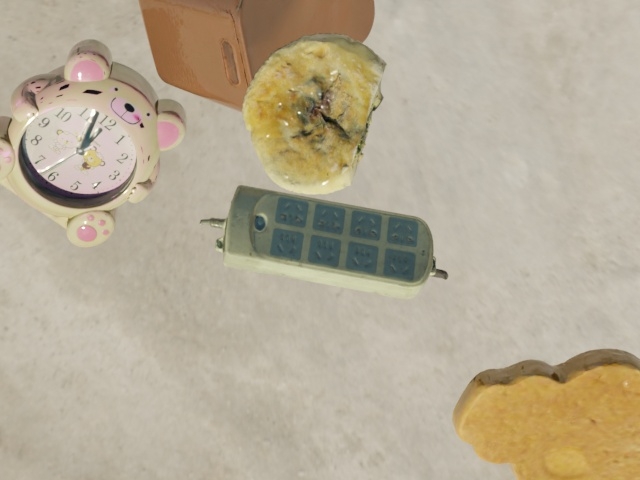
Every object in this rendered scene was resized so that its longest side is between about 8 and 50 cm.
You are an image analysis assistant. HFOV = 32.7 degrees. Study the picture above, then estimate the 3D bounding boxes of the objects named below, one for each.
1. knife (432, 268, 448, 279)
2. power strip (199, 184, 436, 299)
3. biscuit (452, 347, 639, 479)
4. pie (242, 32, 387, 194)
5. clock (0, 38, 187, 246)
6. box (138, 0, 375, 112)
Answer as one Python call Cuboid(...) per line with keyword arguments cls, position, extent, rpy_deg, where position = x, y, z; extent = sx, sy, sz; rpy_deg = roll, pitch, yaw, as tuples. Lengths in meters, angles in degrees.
Cuboid(cls="knife", position=(0.129, 0.041, 1.538), extent=(0.023, 0.170, 0.010), rpy_deg=(46, 72, -25))
Cuboid(cls="power strip", position=(0.000, 0.000, 1.015), extent=(0.226, 0.029, 0.080), rpy_deg=(10, 62, -5))
Cuboid(cls="biscuit", position=(0.216, 0.145, 0.843), extent=(0.236, 0.040, 0.144), rpy_deg=(14, 116, -13))
Cuboid(cls="pie", position=(-0.014, -0.172, 1.457), extent=(0.185, 0.052, 0.218), rpy_deg=(17, 98, 17))
Cuboid(cls="clock", position=(-0.401, -0.165, 1.844), extent=(0.284, 0.114, 0.309), rpy_deg=(38, 112, -26))
Cuboid(cls="box", position=(-0.102, -0.387, 1.773), extent=(0.229, 0.339, 0.239), rpy_deg=(20, 138, 29))
